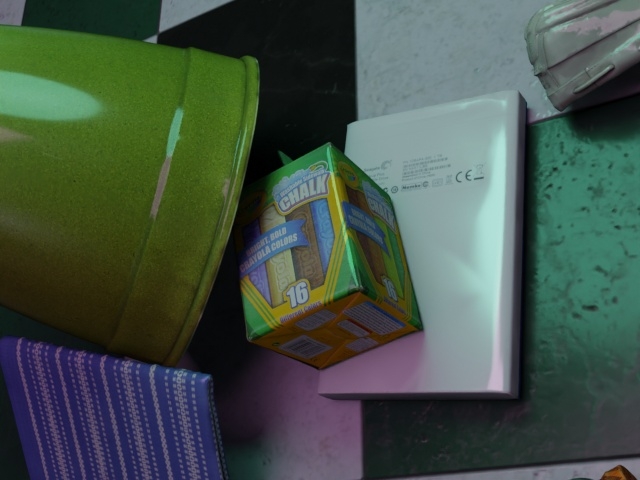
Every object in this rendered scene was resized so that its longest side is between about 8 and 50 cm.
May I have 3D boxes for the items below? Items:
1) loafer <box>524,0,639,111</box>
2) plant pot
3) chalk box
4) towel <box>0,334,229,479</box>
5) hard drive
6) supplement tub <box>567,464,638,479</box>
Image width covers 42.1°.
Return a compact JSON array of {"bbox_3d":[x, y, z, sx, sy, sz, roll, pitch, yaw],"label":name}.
[{"bbox_3d":[0.357,-0.216,0.781,0.319,0.112,0.111,-17,96,26],"label":"loafer"},{"bbox_3d":[-0.291,-0.076,0.891,0.366,0.353,0.367,-164,90,-74],"label":"plant pot"},{"bbox_3d":[0.000,0.000,0.842,0.132,0.132,0.213,-25,58,24],"label":"chalk box"},{"bbox_3d":[-0.225,0.231,0.921,0.336,0.040,0.243,4,110,34],"label":"towel"},{"bbox_3d":[0.109,0.007,0.876,0.210,0.040,0.319,-7,65,32],"label":"hard drive"},{"bbox_3d":[0.187,0.268,0.655,0.190,0.117,0.117,-40,52,14],"label":"supplement tub"}]
